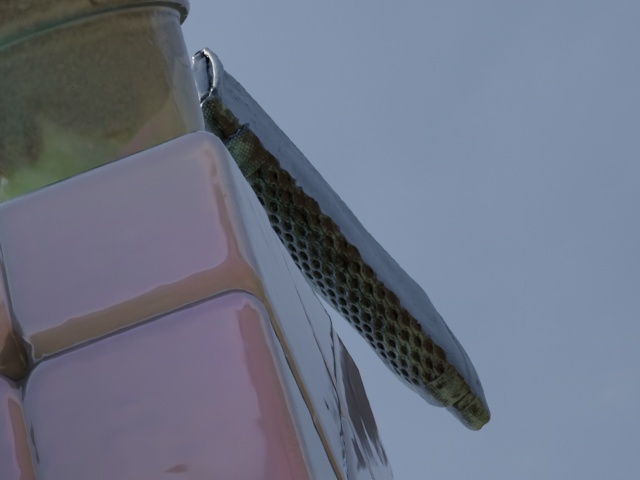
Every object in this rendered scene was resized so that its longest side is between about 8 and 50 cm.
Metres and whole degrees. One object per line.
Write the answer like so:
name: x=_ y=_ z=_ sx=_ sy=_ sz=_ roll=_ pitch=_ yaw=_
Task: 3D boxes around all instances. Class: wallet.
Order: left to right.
wallet: x=0.000 y=0.000 z=1.173 sx=0.075 sy=0.237 sz=0.342 roll=-40 pitch=-73 yaw=3

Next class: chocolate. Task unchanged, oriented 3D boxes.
chocolate: x=-0.142 y=-0.066 z=0.767 sx=0.221 sy=0.221 sz=0.147 roll=-12 pitch=-100 yaw=-29

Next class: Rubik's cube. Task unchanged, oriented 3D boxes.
Rubik's cube: x=-0.114 y=0.192 z=0.666 sx=0.316 sy=0.318 sz=0.322 roll=-20 pitch=-27 yaw=3
